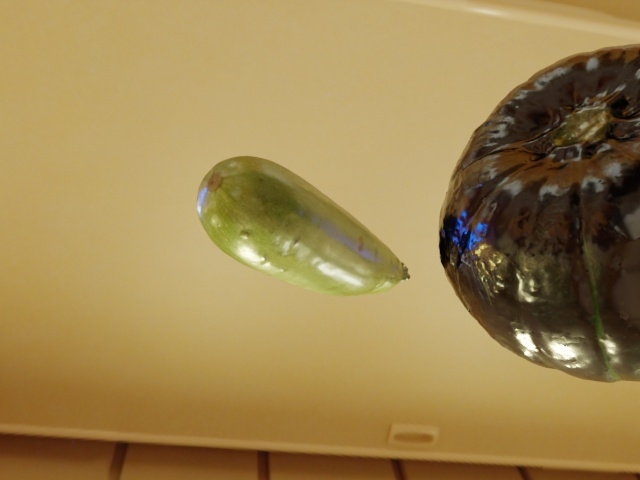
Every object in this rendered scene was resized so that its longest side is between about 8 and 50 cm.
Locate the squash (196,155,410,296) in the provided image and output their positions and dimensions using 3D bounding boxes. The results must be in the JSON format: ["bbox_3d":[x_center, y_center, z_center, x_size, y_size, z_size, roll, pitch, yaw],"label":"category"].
[{"bbox_3d":[-0.005,0.006,0.813,0.118,0.118,0.370,30,-179,41],"label":"squash"}]

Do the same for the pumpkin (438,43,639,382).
[{"bbox_3d":[0.263,-0.018,0.604,0.315,0.238,0.315,-18,-137,18],"label":"pumpkin"}]
